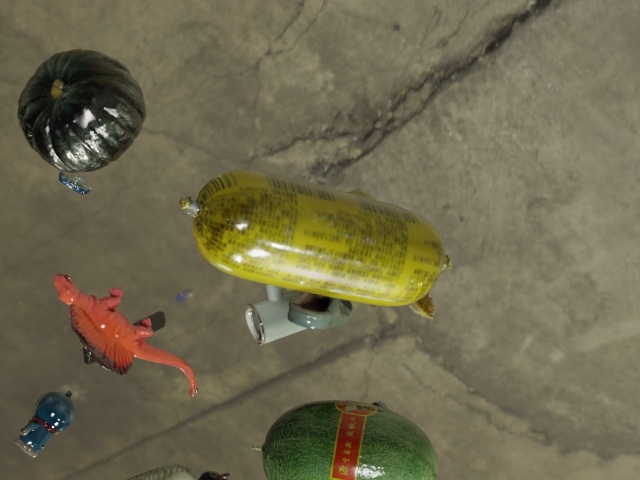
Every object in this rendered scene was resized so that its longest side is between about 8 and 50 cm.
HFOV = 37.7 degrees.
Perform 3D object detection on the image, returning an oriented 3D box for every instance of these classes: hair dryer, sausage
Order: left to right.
[{"bbox_3d":[-0.075,0.045,1.580,0.131,0.073,0.237,-18,100,-22],"label":"hair dryer"},{"bbox_3d":[0.000,0.000,1.068,0.347,0.123,0.123,13,136,-26],"label":"sausage"}]

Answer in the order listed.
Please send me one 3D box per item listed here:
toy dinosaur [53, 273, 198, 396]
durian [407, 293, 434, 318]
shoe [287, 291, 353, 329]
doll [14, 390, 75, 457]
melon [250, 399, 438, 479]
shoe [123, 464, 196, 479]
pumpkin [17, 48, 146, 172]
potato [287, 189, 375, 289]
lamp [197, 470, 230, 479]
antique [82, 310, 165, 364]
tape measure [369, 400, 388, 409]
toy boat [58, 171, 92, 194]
[{"bbox_3d":[-0.272,0.155,1.316,0.070,0.139,0.286,-40,109,9],"label":"toy dinosaur"},{"bbox_3d":[0.159,0.044,1.669,0.078,0.224,0.140,-23,153,-19],"label":"durian"},{"bbox_3d":[0.008,0.090,1.478,0.079,0.195,0.078,22,104,16],"label":"shoe"},{"bbox_3d":[-0.568,0.375,1.951,0.085,0.152,0.114,26,156,20],"label":"doll"},{"bbox_3d":[0.035,0.333,1.422,0.287,0.182,0.182,5,131,2],"label":"melon"},{"bbox_3d":[-0.240,0.356,1.125,0.227,0.112,0.099,-19,152,-29],"label":"shoe"},{"bbox_3d":[-0.412,-0.222,1.615,0.220,0.221,0.162,-9,153,21],"label":"pumpkin"},{"bbox_3d":[0.017,0.020,1.841,0.271,0.111,0.160,-34,150,-12],"label":"potato"},{"bbox_3d":[-0.225,0.521,1.817,0.215,0.151,0.223,-16,110,13],"label":"lamp"},{"bbox_3d":[-0.339,0.168,1.628,0.015,0.192,0.031,15,113,30],"label":"antique"},{"bbox_3d":[0.104,0.338,1.585,0.080,0.125,0.146,-19,166,-2],"label":"tape measure"},{"bbox_3d":[-0.520,-0.124,1.992,0.038,0.038,0.083,-26,139,31],"label":"toy boat"}]
